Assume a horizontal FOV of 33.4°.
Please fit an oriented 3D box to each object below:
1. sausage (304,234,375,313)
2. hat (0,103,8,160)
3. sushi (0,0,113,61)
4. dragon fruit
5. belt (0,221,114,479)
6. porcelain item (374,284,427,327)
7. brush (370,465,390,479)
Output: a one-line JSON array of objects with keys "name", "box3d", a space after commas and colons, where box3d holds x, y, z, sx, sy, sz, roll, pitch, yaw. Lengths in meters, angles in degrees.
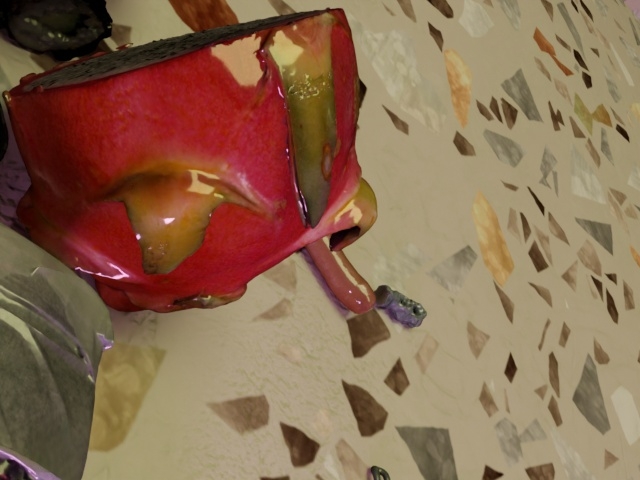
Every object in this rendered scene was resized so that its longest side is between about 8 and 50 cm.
[{"name": "sausage", "box3d": [0.000, 0.000, 1.169, 0.186, 0.043, 0.043, 58, 32, -6]}, {"name": "hat", "box3d": [-0.295, -0.096, 0.820, 0.121, 0.050, 0.121, 29, 49, -40]}, {"name": "sushi", "box3d": [-0.243, -0.219, 0.968, 0.094, 0.098, 0.084, 43, 35, -60]}, {"name": "dragon fruit", "box3d": [-0.094, -0.054, 0.864, 0.305, 0.305, 0.225, -36, 118, -58]}, {"name": "belt", "box3d": [-0.235, 0.102, 0.631, 0.164, 0.184, 0.289, 37, 34, -26]}, {"name": "porcelain item", "box3d": [0.096, 0.078, 1.258, 0.083, 0.028, 0.036, 29, 42, -42]}, {"name": "brush", "box3d": [0.080, 0.343, 1.030, 0.062, 0.027, 0.266, 24, 47, -45]}]
